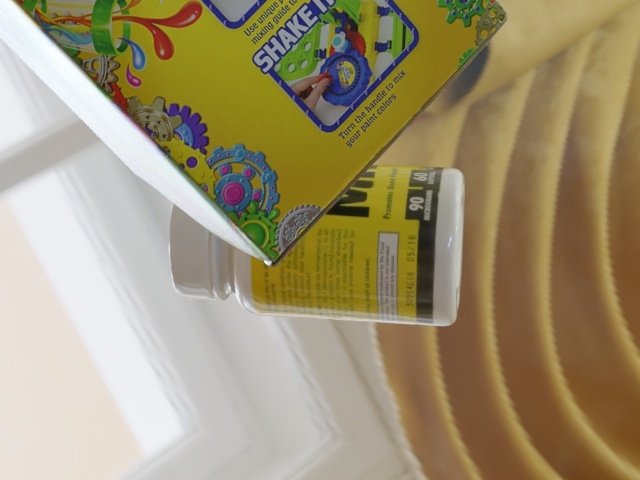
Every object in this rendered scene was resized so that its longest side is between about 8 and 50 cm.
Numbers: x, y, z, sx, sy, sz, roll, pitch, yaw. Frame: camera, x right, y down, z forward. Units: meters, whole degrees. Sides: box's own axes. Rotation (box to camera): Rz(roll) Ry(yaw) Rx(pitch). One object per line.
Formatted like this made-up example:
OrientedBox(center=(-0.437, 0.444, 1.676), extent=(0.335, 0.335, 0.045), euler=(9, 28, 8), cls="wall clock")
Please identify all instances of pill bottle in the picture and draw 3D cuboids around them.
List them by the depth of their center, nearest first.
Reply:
OrientedBox(center=(0.000, 0.000, 1.095), extent=(0.208, 0.119, 0.119), euler=(3, -54, 7), cls="pill bottle")

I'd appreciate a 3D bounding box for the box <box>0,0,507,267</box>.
OrientedBox(center=(-0.101, -0.167, 0.790), extent=(0.279, 0.177, 0.290), euler=(46, -6, -23), cls="box")
